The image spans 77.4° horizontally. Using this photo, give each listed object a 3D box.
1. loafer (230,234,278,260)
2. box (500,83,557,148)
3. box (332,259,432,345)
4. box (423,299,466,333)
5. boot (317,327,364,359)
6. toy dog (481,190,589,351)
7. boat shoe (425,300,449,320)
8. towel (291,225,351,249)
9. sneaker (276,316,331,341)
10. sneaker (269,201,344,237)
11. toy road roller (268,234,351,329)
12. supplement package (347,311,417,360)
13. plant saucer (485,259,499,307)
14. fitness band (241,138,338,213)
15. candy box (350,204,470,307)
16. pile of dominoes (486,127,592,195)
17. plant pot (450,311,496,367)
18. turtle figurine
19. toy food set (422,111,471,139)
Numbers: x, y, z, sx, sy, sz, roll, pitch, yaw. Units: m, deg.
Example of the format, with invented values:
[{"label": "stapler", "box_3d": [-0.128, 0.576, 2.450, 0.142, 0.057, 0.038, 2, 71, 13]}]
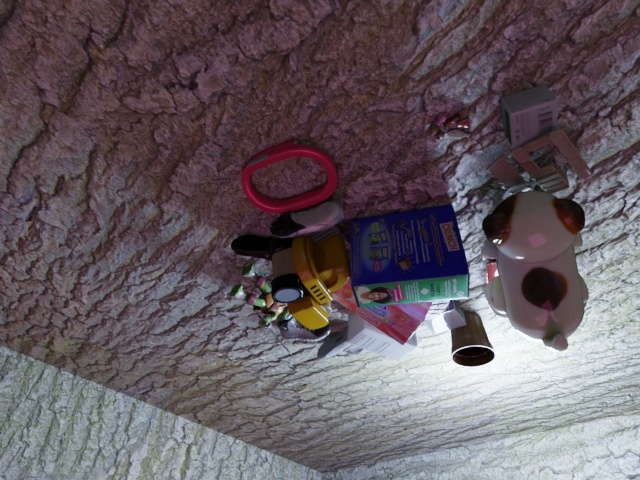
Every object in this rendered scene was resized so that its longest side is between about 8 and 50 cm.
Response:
[{"label": "loafer", "box_3d": [-0.194, 0.037, 1.356, 0.220, 0.080, 0.078, 6, 135, 0]}, {"label": "box", "box_3d": [0.494, -0.294, 0.950, 0.102, 0.087, 0.101, -13, 133, 19]}, {"label": "box", "box_3d": [0.206, 0.186, 1.342, 0.300, 0.142, 0.154, 33, 135, 12]}, {"label": "box", "box_3d": [0.471, 0.287, 1.548, 0.137, 0.072, 0.126, -24, 128, 26]}, {"label": "boot", "box_3d": [0.107, 0.475, 1.755, 0.123, 0.095, 0.258, 38, 126, -19]}, {"label": "toy dog", "box_3d": [0.568, 0.054, 1.092, 0.285, 0.395, 0.407, -4, 122, 29]}, {"label": "boat shoe", "box_3d": [0.389, 0.155, 1.398, 0.122, 0.110, 0.341, 2, 132, -8]}, {"label": "towel", "box_3d": [0.000, 0.000, 1.321, 0.144, 0.029, 0.197, -32, 127, 24]}, {"label": "sneaker", "box_3d": [-0.080, 0.356, 1.666, 0.229, 0.086, 0.132, -10, 131, 17]}, {"label": "sneaker", "box_3d": [-0.040, -0.051, 1.206, 0.237, 0.085, 0.086, -14, 152, 18]}, {"label": "toy road roller", "box_3d": [-0.007, 0.118, 1.273, 0.241, 0.202, 0.329, -19, 141, 12]}, {"label": "supplement package", "box_3d": [0.244, 0.361, 1.598, 0.244, 0.139, 0.134, 23, 132, -15]}, {"label": "plant saucer", "box_3d": [0.709, 0.128, 1.383, 0.259, 0.047, 0.258, -10, 133, 16]}, {"label": "fitness band", "box_3d": [-0.093, -0.178, 1.156, 0.291, 0.054, 0.209, -15, 134, 21]}, {"label": "candy box", "box_3d": [0.256, 0.045, 1.187, 0.317, 0.268, 0.122, -8, 137, 14]}, {"label": "pile of dominoes", "box_3d": [0.561, -0.192, 1.037, 0.251, 0.040, 0.196, 26, 145, -38]}, {"label": "plant pot", "box_3d": [0.582, 0.382, 1.567, 0.167, 0.165, 0.167, 2, 136, 2]}, {"label": "turtle figurine", "box_3d": [-0.171, 0.212, 1.455, 0.266, 0.274, 0.197, 38, 93, -23]}, {"label": "toy food set", "box_3d": [0.326, -0.291, 1.018, 0.122, 0.019, 0.078, 1, 135, 5]}]
